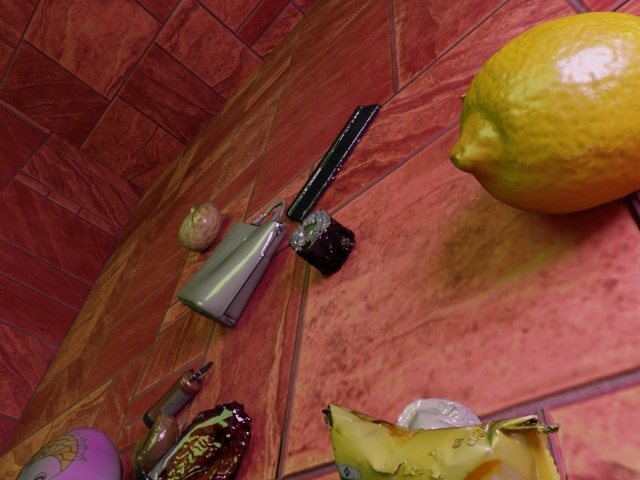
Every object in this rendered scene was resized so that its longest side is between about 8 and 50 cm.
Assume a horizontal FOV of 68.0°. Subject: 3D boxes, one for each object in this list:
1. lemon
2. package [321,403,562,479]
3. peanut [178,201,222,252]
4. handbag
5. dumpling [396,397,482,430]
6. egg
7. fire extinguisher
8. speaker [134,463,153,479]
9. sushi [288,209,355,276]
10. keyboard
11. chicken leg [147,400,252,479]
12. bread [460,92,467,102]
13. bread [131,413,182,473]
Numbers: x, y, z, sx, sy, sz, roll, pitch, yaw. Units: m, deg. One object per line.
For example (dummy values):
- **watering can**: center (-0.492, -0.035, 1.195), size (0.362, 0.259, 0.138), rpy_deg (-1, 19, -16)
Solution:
- **lemon**: center (0.239, -0.119, 0.456), size (0.244, 0.187, 0.187), rpy_deg (-18, 31, 0)
- **package**: center (0.092, 0.208, 0.366), size (0.226, 0.090, 0.168), rpy_deg (-23, 78, 44)
- **peanut**: center (-0.358, -0.036, 1.417), size (0.159, 0.109, 0.140), rpy_deg (-49, 14, 37)
- **handbag**: center (-0.180, 0.025, 1.041), size (0.241, 0.109, 0.315), rpy_deg (3, 62, 57)
- **dumpling**: center (0.114, 0.178, 0.442), size (0.076, 0.052, 0.057), rpy_deg (-6, 66, 60)
- **egg**: center (-0.485, 0.482, 0.910), size (0.196, 0.196, 0.271), rpy_deg (-55, 18, -3)
- **fire extinguisher**: center (-0.282, 0.307, 0.948), size (0.177, 0.050, 0.062), rpy_deg (-46, -11, 14)
- **speaker**: center (-0.057, 0.359, 0.315), size (0.388, 0.184, 0.180), rpy_deg (-121, 47, -61)
- **sushi**: center (0.001, 0.000, 0.810), size (0.094, 0.084, 0.098), rpy_deg (-49, 30, 5)
- **keyboard**: center (0.025, -0.174, 1.049), size (0.310, 0.018, 0.101), rpy_deg (-57, 27, -5)
- **chicken leg**: center (-0.248, 0.395, 0.740), size (0.407, 0.096, 0.158), rpy_deg (-46, 23, 21)
- **bread**: center (0.236, -0.169, 0.623), size (0.109, 0.084, 0.080), rpy_deg (-22, 38, 46)
- **bread**: center (-0.301, 0.383, 0.872), size (0.113, 0.060, 0.082), rpy_deg (-46, 27, 19)
